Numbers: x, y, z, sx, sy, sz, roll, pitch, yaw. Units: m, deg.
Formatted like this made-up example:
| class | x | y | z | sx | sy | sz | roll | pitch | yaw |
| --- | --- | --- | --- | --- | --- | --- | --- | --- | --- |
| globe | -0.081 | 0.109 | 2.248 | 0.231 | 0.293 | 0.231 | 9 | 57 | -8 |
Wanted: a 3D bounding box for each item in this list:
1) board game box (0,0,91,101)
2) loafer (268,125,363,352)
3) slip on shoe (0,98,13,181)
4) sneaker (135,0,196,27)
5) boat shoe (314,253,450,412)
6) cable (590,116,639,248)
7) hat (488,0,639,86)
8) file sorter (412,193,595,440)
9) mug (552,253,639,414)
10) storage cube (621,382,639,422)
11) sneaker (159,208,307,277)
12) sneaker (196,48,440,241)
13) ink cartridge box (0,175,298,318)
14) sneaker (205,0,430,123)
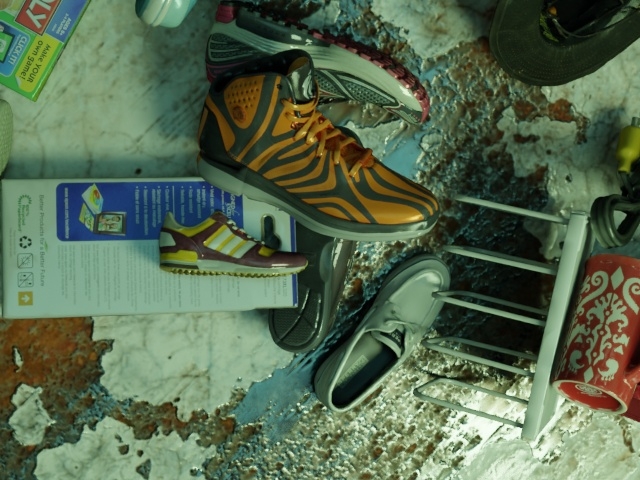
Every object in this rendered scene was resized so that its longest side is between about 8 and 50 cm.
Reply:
| class | x | y | z | sx | sy | sz | roll | pitch | yaw |
| --- | --- | --- | --- | --- | --- | --- | --- | --- | --- |
| board game box | -0.377 | -0.364 | 1.232 | 0.213 | 0.046 | 0.317 | 28 | 90 | -11 |
| loafer | 0.000 | 0.000 | 1.324 | 0.109 | 0.095 | 0.302 | 12 | 89 | 20 |
| slip on shoe | -0.472 | -0.029 | 1.214 | 0.101 | 0.123 | 0.331 | 27 | 95 | -8 |
| sneaker | -0.085 | -0.340 | 1.191 | 0.208 | 0.127 | 0.319 | 29 | 55 | -16 |
| boat shoe | 0.094 | 0.131 | 1.342 | 0.095 | 0.084 | 0.258 | 36 | 89 | -11 |
| cable | 0.407 | -0.049 | 1.314 | 0.287 | 0.072 | 0.139 | -45 | 120 | -44 |
| hat | 0.347 | -0.363 | 1.292 | 0.331 | 0.331 | 0.134 | -18 | 57 | -8 |
| file sorter | 0.242 | 0.090 | 1.295 | 0.173 | 0.193 | 0.277 | 13 | 93 | 20 |
| mug | 0.357 | 0.111 | 1.191 | 0.113 | 0.150 | 0.169 | 29 | 69 | -7 |
| storage cube | 0.476 | 0.151 | 1.332 | 0.215 | 0.184 | 0.193 | 16 | 92 | -38 |
| sneaker | -0.106 | 0.003 | 1.228 | 0.186 | 0.069 | 0.083 | 3 | 84 | -11 |
| sneaker | -0.002 | -0.119 | 1.182 | 0.321 | 0.124 | 0.180 | 18 | 122 | 12 |
| ink cartridge box | -0.218 | 0.008 | 1.272 | 0.371 | 0.069 | 0.175 | -1 | 85 | -8 |
| sneaker | -0.002 | -0.215 | 1.282 | 0.299 | 0.121 | 0.112 | 20 | 108 | 2 |
